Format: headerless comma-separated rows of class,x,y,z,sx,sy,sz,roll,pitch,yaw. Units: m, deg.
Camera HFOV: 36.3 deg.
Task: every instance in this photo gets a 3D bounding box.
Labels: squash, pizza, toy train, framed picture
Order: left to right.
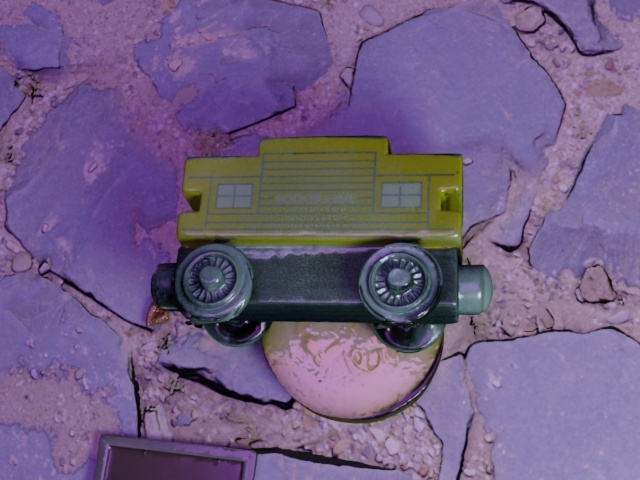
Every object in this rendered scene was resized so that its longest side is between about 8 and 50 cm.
framed picture,-0.213,0.420,1.314,0.232,0.019,0.296,5,74,12
pizza,-0.225,0.092,1.413,0.037,0.016,0.083,38,83,12
toy train,0.000,0.000,1.271,0.442,0.179,0.272,0,68,9
squash,0.049,0.125,1.337,0.252,0.049,0.252,-2,73,8
